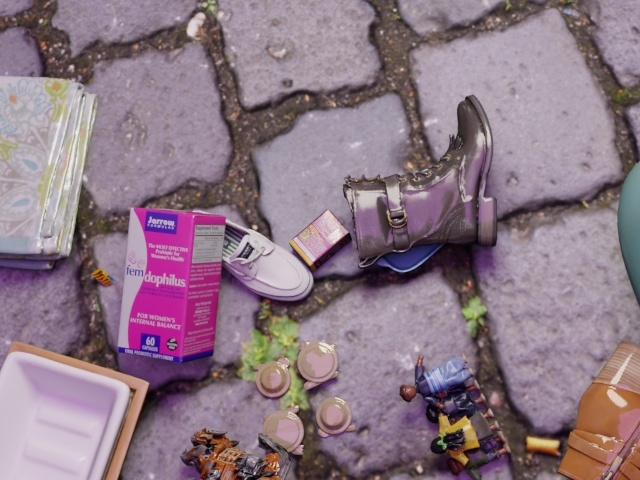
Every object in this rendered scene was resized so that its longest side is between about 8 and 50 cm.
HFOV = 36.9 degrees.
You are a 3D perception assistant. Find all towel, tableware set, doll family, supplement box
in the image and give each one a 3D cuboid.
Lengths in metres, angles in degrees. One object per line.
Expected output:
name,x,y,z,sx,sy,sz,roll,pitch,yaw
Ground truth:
towel,-0.573,-0.120,1.601,0.374,0.090,0.321,4,71,8
tableware set,-0.029,0.238,1.460,0.141,0.020,0.169,-14,74,5
doll family,0.191,0.257,1.402,0.111,0.076,0.193,-25,67,4
supplement box,-0.223,0.064,1.447,0.111,0.114,0.220,6,91,20
supplement box,0.000,0.000,1.513,0.083,0.043,0.055,-39,73,-4

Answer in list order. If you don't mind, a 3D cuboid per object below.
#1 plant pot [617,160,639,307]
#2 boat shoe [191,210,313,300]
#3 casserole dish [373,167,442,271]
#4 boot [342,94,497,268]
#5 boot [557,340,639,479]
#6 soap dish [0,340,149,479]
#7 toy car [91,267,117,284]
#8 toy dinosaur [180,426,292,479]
plant pot,0.551,-0.011,1.332,0.293,0.293,0.235,-19,56,1
boat shoe,-0.118,0.025,1.503,0.226,0.076,0.083,25,79,13
casserole dish,0.153,-0.028,1.506,0.188,0.037,0.114,-42,74,-5
boot,0.147,-0.092,1.459,0.229,0.091,0.263,-3,75,6
boot,0.489,0.293,1.329,0.283,0.109,0.220,27,78,16
soap dish,-0.398,0.322,1.430,0.229,0.118,0.291,14,76,11
toy car,-0.310,0.024,1.559,0.122,0.060,0.040,-36,116,13
toy dinosaur,-0.105,0.387,1.335,0.218,0.164,0.322,-48,29,-12
